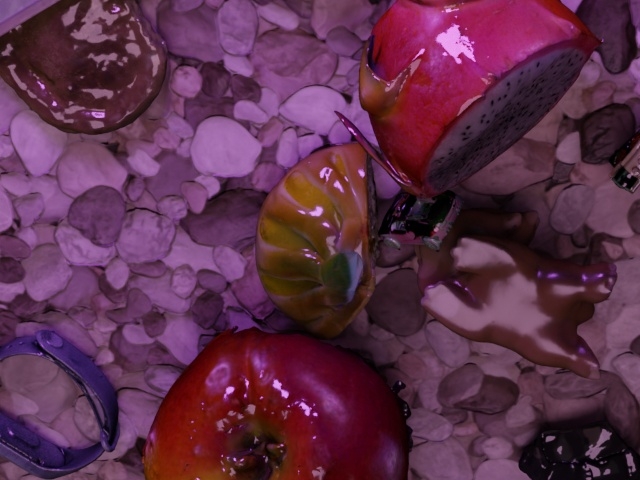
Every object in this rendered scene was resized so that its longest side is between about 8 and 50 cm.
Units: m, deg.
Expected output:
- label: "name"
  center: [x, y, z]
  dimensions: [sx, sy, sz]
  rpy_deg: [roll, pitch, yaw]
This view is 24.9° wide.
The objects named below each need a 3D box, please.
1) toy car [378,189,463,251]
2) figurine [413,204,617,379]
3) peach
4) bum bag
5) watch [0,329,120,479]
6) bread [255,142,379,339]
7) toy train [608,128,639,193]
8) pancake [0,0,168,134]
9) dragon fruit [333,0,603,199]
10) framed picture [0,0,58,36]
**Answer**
- label: "toy car"
  center: [0.114, -0.029, 1.731]
  dimensions: [0.055, 0.142, 0.069]
  rpy_deg: [37, 72, -25]
- label: "figurine"
  center: [0.233, 0.047, 1.779]
  dimensions: [0.247, 0.173, 0.177]
  rpy_deg: [9, 107, 8]
- label: "peach"
  center: [-0.058, 0.301, 1.849]
  dimensions: [0.339, 0.416, 0.353]
  rpy_deg: [13, 81, 8]
- label: "bum bag"
  center: [0.428, 0.359, 1.976]
  dimensions: [0.340, 0.095, 0.144]
  rpy_deg: [40, 119, -10]
- label: "watch"
  center: [-0.367, 0.227, 1.960]
  dimensions: [0.206, 0.068, 0.193]
  rpy_deg: [36, 114, -13]
- label: "bread"
  center: [-0.007, 0.011, 1.782]
  dimensions: [0.156, 0.158, 0.260]
  rpy_deg: [-2, 115, 7]
- label: "toy train"
  center: [0.427, -0.156, 1.714]
  dimensions: [0.053, 0.085, 0.249]
  rpy_deg: [38, 114, 2]
- label: "pancake"
  center: [-0.295, -0.235, 1.728]
  dimensions: [0.222, 0.042, 0.236]
  rpy_deg: [-4, 117, 5]
- label: "dragon fruit"
  center: [0.154, -0.202, 1.612]
  dimensions: [0.290, 0.290, 0.189]
  rpy_deg: [-45, 77, 22]
- label: "framed picture"
  center: [-0.377, -0.388, 1.646]
  dimensions: [0.209, 0.019, 0.281]
  rpy_deg: [-29, 104, 16]
